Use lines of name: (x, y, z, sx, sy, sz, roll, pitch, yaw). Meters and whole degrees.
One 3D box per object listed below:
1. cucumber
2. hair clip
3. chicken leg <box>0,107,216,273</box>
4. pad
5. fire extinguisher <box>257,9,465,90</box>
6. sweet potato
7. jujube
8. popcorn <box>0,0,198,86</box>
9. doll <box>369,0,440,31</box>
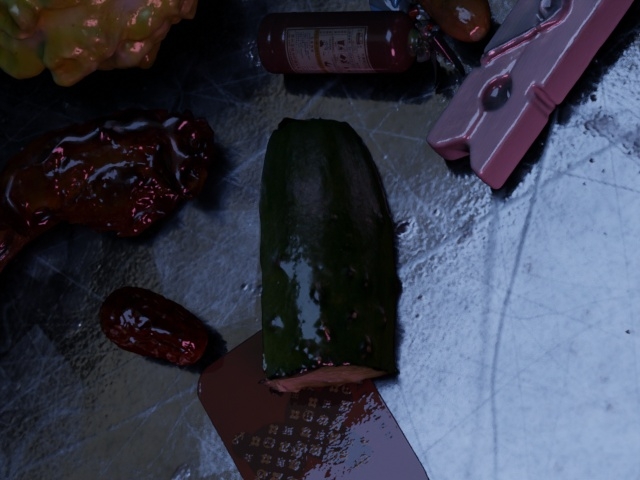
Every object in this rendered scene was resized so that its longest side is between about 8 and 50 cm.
cucumber: (0.002, -0.001, 1.771, 0.145, 0.105, 0.325, -7, 69, 15)
hair clip: (0.242, -0.216, 1.759, 0.101, 0.085, 0.331, 36, 90, 25)
chicken leg: (-0.302, -0.039, 1.892, 0.407, 0.096, 0.158, -32, 87, 9)
pad: (-0.012, 0.211, 1.768, 0.181, 0.004, 0.267, -35, 67, 6)
fire extinguisher: (0.049, -0.212, 1.830, 0.231, 0.099, 0.071, 4, 43, 24)
sweet potato: (0.102, -0.361, 1.844, 0.106, 0.095, 0.354, -19, 63, -36)
jujube: (-0.187, 0.099, 1.821, 0.129, 0.077, 0.077, 24, 84, 18)
popcorn: (-0.289, -0.317, 1.865, 0.312, 0.312, 0.312, -5, 74, 17)
doll: (0.084, -0.262, 1.851, 0.114, 0.039, 0.057, 45, 131, 14)
